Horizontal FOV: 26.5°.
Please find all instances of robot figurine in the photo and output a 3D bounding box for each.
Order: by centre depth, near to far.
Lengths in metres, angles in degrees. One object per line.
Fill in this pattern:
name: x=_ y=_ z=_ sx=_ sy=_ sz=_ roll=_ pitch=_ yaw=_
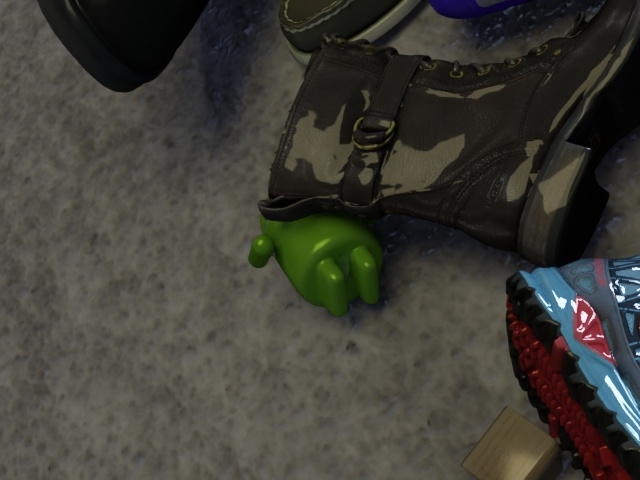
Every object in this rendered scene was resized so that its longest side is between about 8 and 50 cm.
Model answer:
robot figurine: x=0.000 y=0.000 z=0.948 sx=0.101 sy=0.067 sz=0.115 roll=-22 pitch=46 yaw=-12

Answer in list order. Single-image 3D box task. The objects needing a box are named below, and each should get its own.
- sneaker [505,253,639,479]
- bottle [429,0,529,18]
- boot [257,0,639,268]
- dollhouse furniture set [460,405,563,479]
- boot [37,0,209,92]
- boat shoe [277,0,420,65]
sneaker: x=0.200 y=0.097 z=0.728 sx=0.125 sy=0.104 sz=0.262 roll=-18 pitch=51 yaw=-9
bottle: x=0.199 y=-0.244 z=0.934 sx=0.282 sy=0.118 sz=0.092 roll=-16 pitch=17 yaw=21
boot: x=0.095 y=-0.106 z=0.905 sx=0.229 sy=0.091 sz=0.263 roll=18 pitch=67 yaw=27
dollhouse furniture set: x=0.072 y=0.274 z=0.661 sx=0.303 sy=0.174 sz=0.355 roll=33 pitch=82 yaw=41
boot: x=0.002 y=-0.337 z=1.016 sx=0.445 sy=0.146 sz=0.367 roll=-28 pitch=34 yaw=27
boat shoe: x=0.067 y=-0.270 z=1.058 sx=0.305 sy=0.091 sz=0.109 roll=-48 pitch=48 yaw=-3
